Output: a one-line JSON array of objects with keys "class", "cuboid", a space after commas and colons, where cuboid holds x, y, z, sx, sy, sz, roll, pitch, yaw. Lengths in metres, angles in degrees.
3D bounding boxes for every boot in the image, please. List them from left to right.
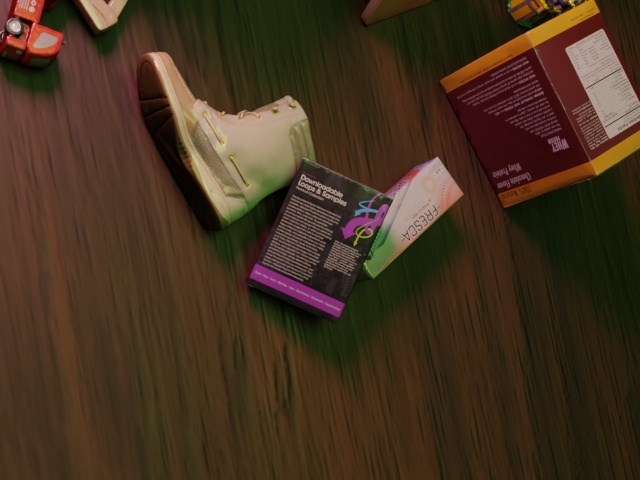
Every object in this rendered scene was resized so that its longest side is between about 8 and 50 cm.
[{"class": "boot", "cuboid": [-0.104, -0.138, 1.203, 0.165, 0.077, 0.213, -31, 102, -28]}]

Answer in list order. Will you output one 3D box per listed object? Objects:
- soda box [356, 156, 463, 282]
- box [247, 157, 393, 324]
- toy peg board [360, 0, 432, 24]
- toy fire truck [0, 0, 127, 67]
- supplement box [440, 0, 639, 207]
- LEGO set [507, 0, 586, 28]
[{"class": "soda box", "cuboid": [0.093, -0.025, 1.295, 0.183, 0.058, 0.063, -42, 100, -28]}, {"class": "box", "cuboid": [0.000, 0.000, 1.209, 0.116, 0.029, 0.162, 25, 93, -3]}, {"class": "toy peg board", "cuboid": [0.127, -0.372, 1.330, 0.160, 0.161, 0.079, -26, 78, -29]}, {"class": "toy fire truck", "cuboid": [-0.271, -0.272, 1.159, 0.135, 0.047, 0.192, 17, 74, -25]}, {"class": "supplement box", "cuboid": [0.293, -0.171, 1.350, 0.129, 0.191, 0.194, -30, 94, -29]}, {"class": "LEGO set", "cuboid": [0.362, -0.467, 1.442, 0.331, 0.192, 0.255, -33, 96, -28]}]
